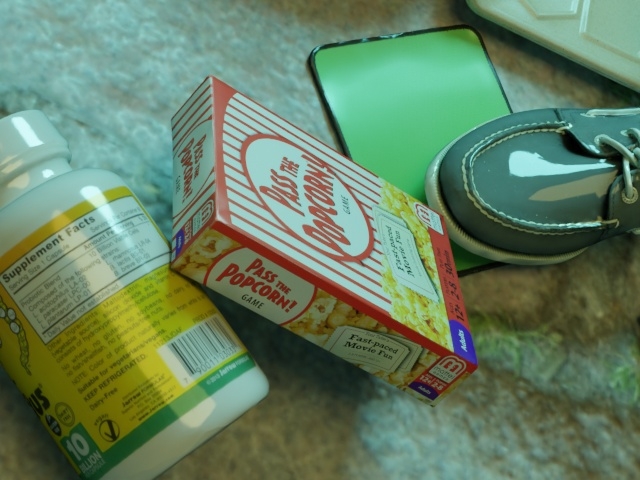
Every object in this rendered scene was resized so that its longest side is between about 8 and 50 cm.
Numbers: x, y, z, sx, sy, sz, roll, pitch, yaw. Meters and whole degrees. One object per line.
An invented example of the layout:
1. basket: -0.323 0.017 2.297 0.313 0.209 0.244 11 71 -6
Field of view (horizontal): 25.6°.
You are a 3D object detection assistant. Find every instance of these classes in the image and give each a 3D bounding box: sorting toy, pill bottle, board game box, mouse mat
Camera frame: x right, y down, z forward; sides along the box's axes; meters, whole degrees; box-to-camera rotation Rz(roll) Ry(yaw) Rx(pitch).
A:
1. sorting toy: 0.209 -0.217 1.120 0.208 0.038 0.193 25 59 -19
2. pill bottle: -0.133 0.034 0.791 0.117 0.117 0.208 -33 85 -33
3. board game box: 0.000 0.000 0.848 0.193 0.045 0.146 29 31 -27
4. mouse mat: 0.084 -0.065 1.006 0.153 0.007 0.189 -12 73 -29

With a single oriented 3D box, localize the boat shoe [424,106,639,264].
1. boat shoe: 0.220 -0.058 1.006 0.319 0.099 0.116 -6 72 -31
